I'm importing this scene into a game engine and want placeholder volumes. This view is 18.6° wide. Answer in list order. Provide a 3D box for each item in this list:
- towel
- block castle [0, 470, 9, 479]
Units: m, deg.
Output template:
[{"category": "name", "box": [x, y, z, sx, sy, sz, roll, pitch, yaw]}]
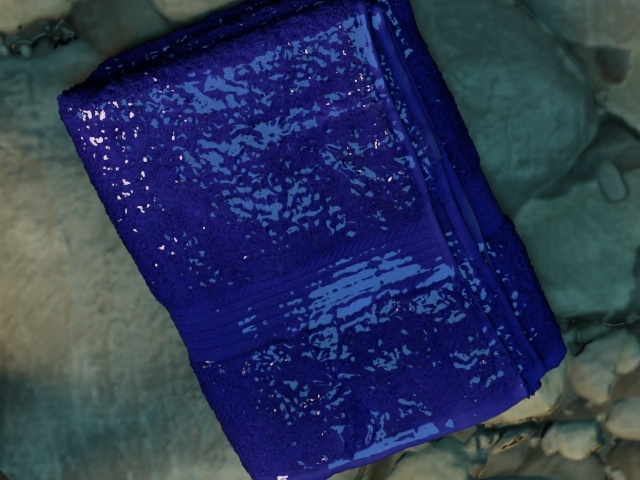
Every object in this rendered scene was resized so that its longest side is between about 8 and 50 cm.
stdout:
[{"category": "towel", "box": [0.000, 0.000, 1.201, 0.228, 0.076, 0.308, -24, 113, 5]}, {"category": "block castle", "box": [-0.428, 0.145, 1.102, 0.453, 0.213, 0.303, -19, 98, 12]}]
